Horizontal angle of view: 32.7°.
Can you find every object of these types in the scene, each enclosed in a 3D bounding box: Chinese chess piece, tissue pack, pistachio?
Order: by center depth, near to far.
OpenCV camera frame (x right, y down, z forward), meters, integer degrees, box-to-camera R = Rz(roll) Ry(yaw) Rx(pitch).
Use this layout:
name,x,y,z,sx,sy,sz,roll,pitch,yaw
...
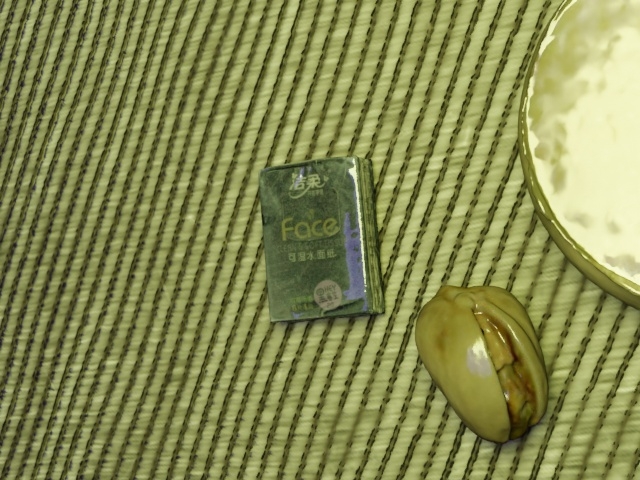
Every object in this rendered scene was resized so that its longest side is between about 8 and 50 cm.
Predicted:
name,x,y,z,sx,sy,sz,roll,pitch,yaw
Chinese chess piece,0.328,-0.097,0.886,0.338,0.140,0.338,-2,85,23
pistachio,0.145,0.109,0.979,0.113,0.113,0.149,-18,87,22
tissue pack,0.000,0.000,1.072,0.112,0.051,0.156,-7,85,25
